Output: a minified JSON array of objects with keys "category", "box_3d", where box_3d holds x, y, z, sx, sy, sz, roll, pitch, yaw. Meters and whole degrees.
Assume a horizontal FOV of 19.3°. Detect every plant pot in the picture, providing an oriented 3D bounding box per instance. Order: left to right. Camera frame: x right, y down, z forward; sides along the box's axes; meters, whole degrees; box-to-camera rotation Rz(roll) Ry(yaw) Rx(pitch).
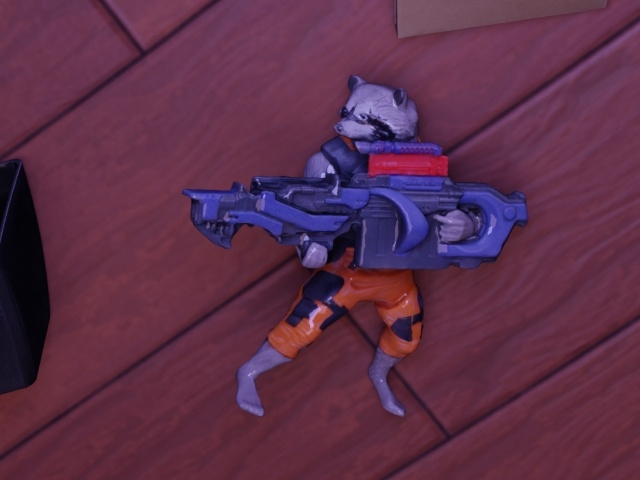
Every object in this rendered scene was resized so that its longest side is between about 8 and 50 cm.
[{"category":"plant pot","box_3d":[-0.357,0.056,1.823,0.187,0.188,0.167,-15,122,9]}]

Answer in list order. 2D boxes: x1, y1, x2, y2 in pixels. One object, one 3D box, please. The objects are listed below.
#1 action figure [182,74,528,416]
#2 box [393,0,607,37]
[{"category":"action figure","box_3d":[0.000,0.000,1.776,0.341,0.178,0.330,9,108,-26]},{"category":"box","box_3d":[0.163,-0.262,1.689,0.201,0.021,0.164,-9,137,-5]}]
